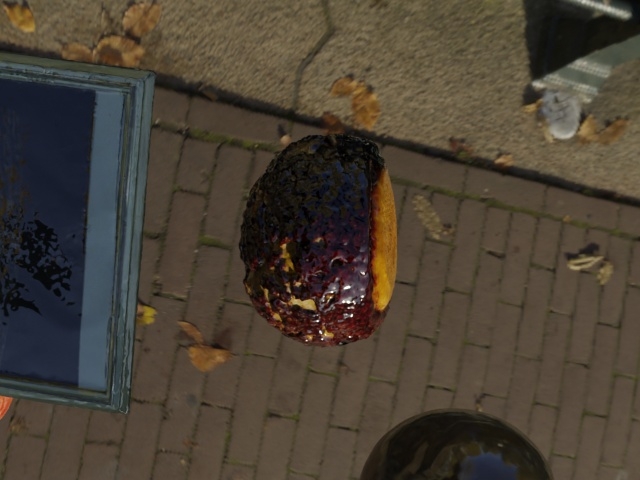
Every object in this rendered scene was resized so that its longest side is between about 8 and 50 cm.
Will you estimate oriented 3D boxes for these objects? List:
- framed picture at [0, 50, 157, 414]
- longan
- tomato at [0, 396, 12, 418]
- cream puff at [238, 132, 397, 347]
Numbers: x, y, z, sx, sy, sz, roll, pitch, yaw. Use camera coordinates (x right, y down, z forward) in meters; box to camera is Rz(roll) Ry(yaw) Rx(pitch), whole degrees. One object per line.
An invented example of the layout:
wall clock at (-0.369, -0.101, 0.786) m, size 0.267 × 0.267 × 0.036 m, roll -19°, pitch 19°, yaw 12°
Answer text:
framed picture at (-0.258, -0.006, 0.728) m, size 0.231 × 0.018 × 0.293 m, roll 7°, pitch 103°, yaw 3°
longan at (0.204, 0.398, 1.327) m, size 0.319 × 0.319 × 0.318 m, roll 1°, pitch 87°, yaw -15°
tomato at (-0.422, 0.131, 0.976) m, size 0.187 × 0.151 × 0.187 m, roll -2°, pitch 98°, yaw -11°
cream puff at (0.000, 0.000, 0.990) m, size 0.165 × 0.239 × 0.238 m, roll 0°, pitch 87°, yaw 12°
